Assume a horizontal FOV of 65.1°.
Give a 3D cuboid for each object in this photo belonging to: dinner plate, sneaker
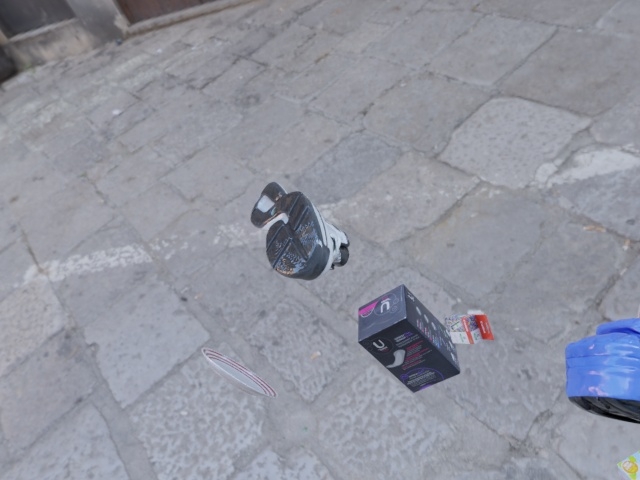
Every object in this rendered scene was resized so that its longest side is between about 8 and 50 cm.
[{"bbox_3d":[-0.129,0.211,0.786,0.141,0.141,0.017,27,81,41],"label":"dinner plate"},{"bbox_3d":[0.000,-0.001,1.221,0.169,0.258,0.447,-58,26,9],"label":"sneaker"}]

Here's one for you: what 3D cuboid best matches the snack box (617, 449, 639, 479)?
[{"bbox_3d":[0.899,0.594,1.258,0.207,0.070,0.174,-28,30,-2],"label":"snack box"}]

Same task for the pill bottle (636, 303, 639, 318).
[{"bbox_3d":[0.525,0.105,0.563,0.224,0.392,0.223,-3,81,20],"label":"pill bottle"}]

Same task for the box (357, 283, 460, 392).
[{"bbox_3d":[0.250,0.281,1.424,0.165,0.270,0.143,-33,27,25],"label":"box"}]

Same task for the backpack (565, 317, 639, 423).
[{"bbox_3d":[0.301,0.127,0.487,0.120,0.098,0.101,11,67,-12],"label":"backpack"}]

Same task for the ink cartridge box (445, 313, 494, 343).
[{"bbox_3d":[0.333,0.199,1.125,0.029,0.062,0.115,-17,-2,-24],"label":"ink cartridge box"}]
